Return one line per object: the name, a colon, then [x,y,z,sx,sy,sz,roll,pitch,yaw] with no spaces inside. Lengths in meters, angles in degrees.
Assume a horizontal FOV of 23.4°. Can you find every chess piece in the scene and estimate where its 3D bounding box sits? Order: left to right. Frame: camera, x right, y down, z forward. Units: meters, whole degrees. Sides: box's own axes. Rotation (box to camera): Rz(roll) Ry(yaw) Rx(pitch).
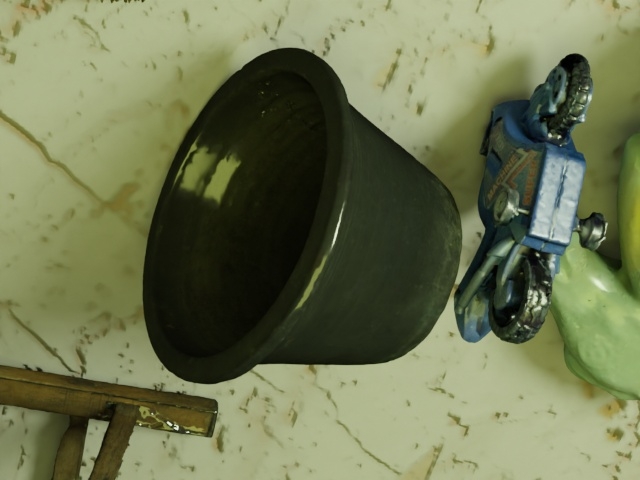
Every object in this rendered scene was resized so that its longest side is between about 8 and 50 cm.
chess piece: [0.261,-0.003,1.098,0.176,0.176,0.298,26,126,-14]

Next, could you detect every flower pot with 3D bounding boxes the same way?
flower pot: [0.000,0.000,1.060,0.148,0.235,0.235,19,117,-32]

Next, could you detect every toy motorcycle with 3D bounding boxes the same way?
toy motorcycle: [0.142,-0.028,1.071,0.076,0.114,0.205,15,84,-16]

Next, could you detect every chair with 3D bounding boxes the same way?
chair: [-0.305,0.209,1.139,0.416,0.240,0.203,13,116,-4]

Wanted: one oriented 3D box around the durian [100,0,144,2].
durian: [-0.112,-0.286,0.948,0.172,0.166,0.306,-32,124,-19]
